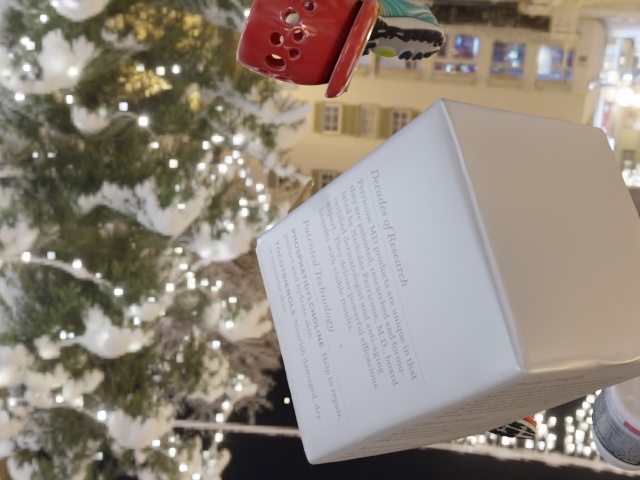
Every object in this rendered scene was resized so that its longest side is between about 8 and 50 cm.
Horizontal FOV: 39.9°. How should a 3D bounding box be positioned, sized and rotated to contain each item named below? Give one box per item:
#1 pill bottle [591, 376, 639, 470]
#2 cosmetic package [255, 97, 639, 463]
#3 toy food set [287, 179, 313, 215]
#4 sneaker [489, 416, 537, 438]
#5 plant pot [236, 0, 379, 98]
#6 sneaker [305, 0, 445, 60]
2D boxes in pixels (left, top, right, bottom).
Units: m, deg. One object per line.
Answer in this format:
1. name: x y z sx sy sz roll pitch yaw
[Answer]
1. pill bottle: 0.561 0.298 1.529 0.161 0.161 0.283 5 153 9
2. cosmetic package: 0.180 0.070 1.149 0.330 0.327 0.394 2 154 -39
3. toy food set: 0.000 0.000 1.527 0.039 0.192 0.132 1 -145 22
4. sneaker: 0.363 0.334 1.945 0.279 0.107 0.118 31 -121 8
5. plant pot: -0.013 -0.323 1.332 0.174 0.191 0.191 22 -166 -1
6. sneaker: 0.087 -0.387 1.547 0.275 0.107 0.109 5 -125 -27
